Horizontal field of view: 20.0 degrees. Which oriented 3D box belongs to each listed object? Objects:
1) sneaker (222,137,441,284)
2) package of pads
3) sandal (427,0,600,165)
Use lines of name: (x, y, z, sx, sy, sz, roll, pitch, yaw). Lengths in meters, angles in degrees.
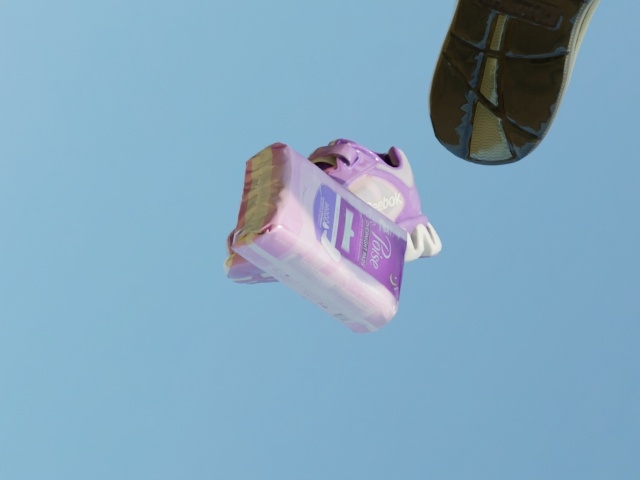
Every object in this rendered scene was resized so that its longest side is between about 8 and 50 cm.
sneaker: (0.004, -0.025, 1.404, 0.095, 0.236, 0.105, -3, -85, 35)
package of pads: (0.000, 0.000, 0.786, 0.032, 0.083, 0.050, -23, -136, 39)
sandal: (0.156, -0.194, 1.280, 0.303, 0.120, 0.086, -64, 178, 30)
